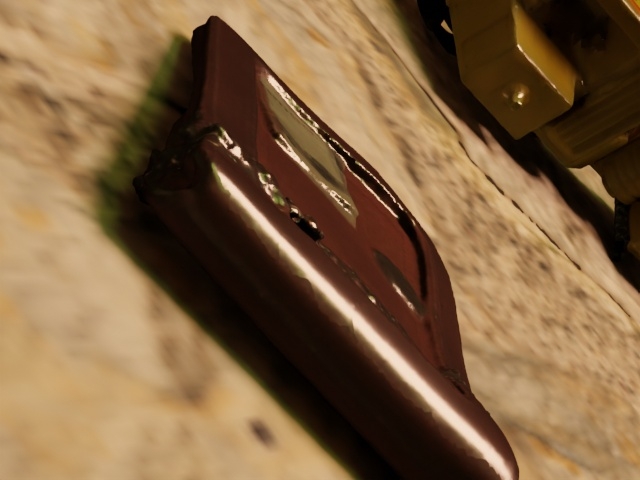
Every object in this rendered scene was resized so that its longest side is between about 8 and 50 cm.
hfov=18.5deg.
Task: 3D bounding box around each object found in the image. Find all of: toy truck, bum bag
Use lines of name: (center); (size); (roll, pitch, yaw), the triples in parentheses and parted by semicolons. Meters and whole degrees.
toy truck: (0.160, -0.046, 0.857); (0.257, 0.127, 0.127); (42, 33, -31)
bum bag: (0.000, 0.000, 0.490); (0.109, 0.026, 0.159); (47, 11, -14)
